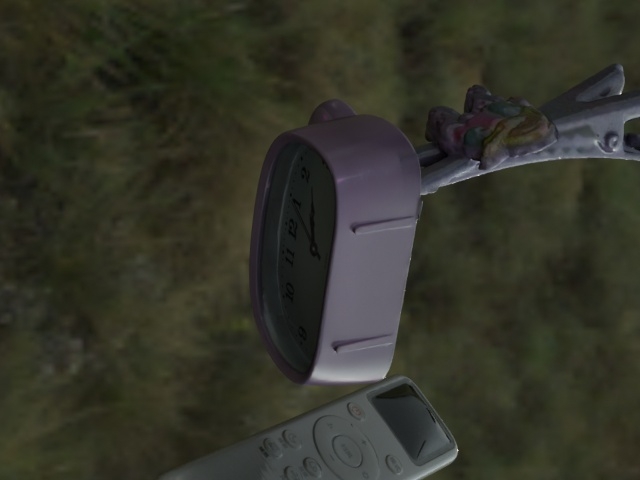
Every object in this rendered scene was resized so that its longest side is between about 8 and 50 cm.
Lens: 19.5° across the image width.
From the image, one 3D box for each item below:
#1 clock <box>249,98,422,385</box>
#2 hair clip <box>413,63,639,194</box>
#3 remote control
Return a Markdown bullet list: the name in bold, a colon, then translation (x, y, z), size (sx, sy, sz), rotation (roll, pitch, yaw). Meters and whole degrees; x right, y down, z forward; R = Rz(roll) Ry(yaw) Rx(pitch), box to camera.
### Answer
- **clock**: translation (0.000, 0.000, 1.024), size (0.050, 0.110, 0.153), rotation (-8, 121, -29)
- **hair clip**: translation (0.192, -0.105, 1.724), size (0.278, 0.137, 0.090), rotation (-8, 122, -23)
- **remote control**: translation (0.001, 0.128, 1.062), size (0.067, 0.029, 0.261), rotation (55, 32, 13)
